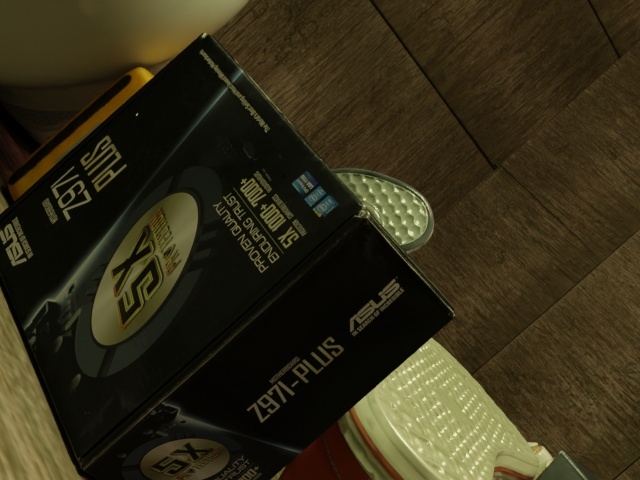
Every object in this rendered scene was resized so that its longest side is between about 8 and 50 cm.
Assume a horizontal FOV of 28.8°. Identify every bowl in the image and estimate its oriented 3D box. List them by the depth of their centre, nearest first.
[{"bbox_3d":[-0.153,-0.172,0.774,0.298,0.298,0.134,-129,-155,-52],"label":"bowl"}]

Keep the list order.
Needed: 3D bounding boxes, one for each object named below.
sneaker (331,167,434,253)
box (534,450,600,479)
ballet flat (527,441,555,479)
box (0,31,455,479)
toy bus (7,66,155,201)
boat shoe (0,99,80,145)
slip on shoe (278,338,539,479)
[{"bbox_3d":[-0.001,-0.002,1.155,0.163,0.226,0.086,53,38,-71],"label":"sneaker"},{"bbox_3d":[0.223,0.287,0.783,0.270,0.143,0.165,39,5,-21],"label":"box"},{"bbox_3d":[0.235,0.293,1.472,0.123,0.123,0.348,48,2,1],"label":"ballet flat"},{"bbox_3d":[-0.053,0.012,0.551,0.077,0.147,0.180,46,4,-41],"label":"box"},{"bbox_3d":[-0.049,0.027,0.801,0.130,0.108,0.333,51,4,40],"label":"toy bus"},{"bbox_3d":[-0.238,-0.169,0.932,0.302,0.109,0.094,58,-9,24],"label":"boat shoe"},{"bbox_3d":[0.053,0.128,0.740,0.123,0.101,0.331,48,12,11],"label":"slip on shoe"}]
